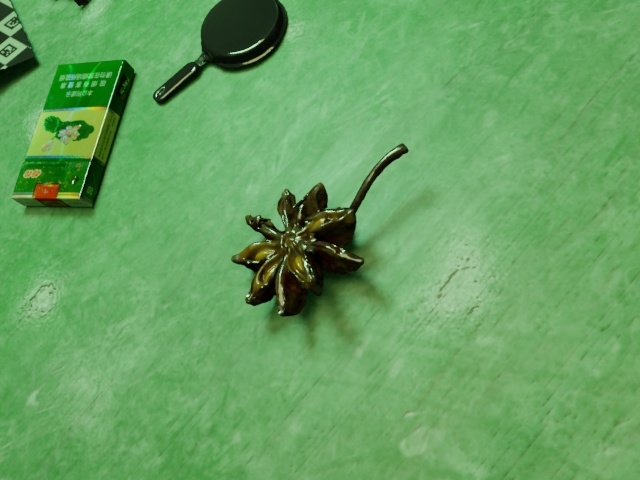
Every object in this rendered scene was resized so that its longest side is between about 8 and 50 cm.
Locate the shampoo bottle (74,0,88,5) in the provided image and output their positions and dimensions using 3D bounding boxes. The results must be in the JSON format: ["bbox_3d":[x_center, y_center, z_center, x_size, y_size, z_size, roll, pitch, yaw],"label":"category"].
[{"bbox_3d":[-0.479,-0.480,1.202,0.067,0.068,0.236,-48,58,-3],"label":"shampoo bottle"}]

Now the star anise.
[{"bbox_3d":[0.001,-0.002,0.790,0.234,0.073,0.177,-22,52,30],"label":"star anise"}]

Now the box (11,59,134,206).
[{"bbox_3d":[-0.368,-0.162,1.034,0.132,0.034,0.235,3,69,22],"label":"box"}]

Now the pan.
[{"bbox_3d":[-0.154,-0.281,1.006,0.235,0.028,0.136,-38,59,3],"label":"pan"}]

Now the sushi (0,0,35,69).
[{"bbox_3d":[-0.645,-0.336,1.213,0.264,0.050,0.290,-27,57,-7],"label":"sushi"}]
